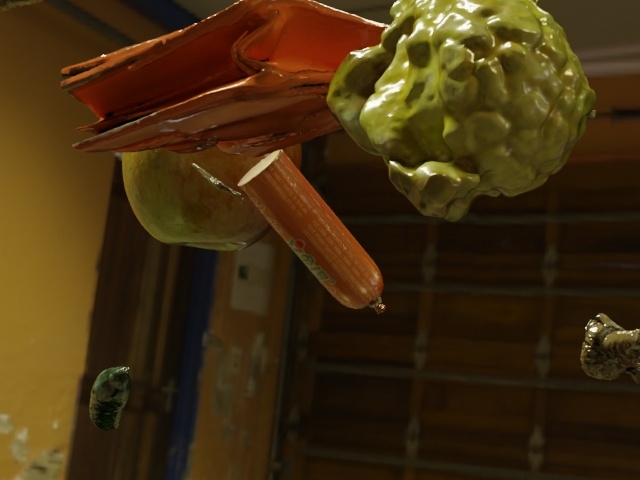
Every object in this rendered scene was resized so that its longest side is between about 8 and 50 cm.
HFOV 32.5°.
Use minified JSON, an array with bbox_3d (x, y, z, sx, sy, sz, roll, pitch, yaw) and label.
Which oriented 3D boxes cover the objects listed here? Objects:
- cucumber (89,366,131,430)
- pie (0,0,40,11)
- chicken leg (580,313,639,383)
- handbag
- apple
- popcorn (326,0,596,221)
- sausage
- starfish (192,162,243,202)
[{"bbox_3d":[-0.200,0.145,1.037,0.037,0.037,0.155,9,-29,-12],"label":"cucumber"},{"bbox_3d":[-0.446,-0.466,1.463,0.337,0.337,0.075,-5,16,42],"label":"pie"},{"bbox_3d":[0.468,0.163,1.705,0.125,0.080,0.196,23,-23,14],"label":"chicken leg"},{"bbox_3d":[-0.077,-0.180,1.329,0.303,0.116,0.410,-16,-4,28],"label":"handbag"},{"bbox_3d":[-0.201,-0.137,2.011,0.339,0.340,0.339,6,-12,1],"label":"apple"},{"bbox_3d":[0.124,-0.119,0.985,0.237,0.251,0.206,7,-44,41],"label":"popcorn"},{"bbox_3d":[0.000,0.000,1.766,0.312,0.093,0.093,50,-26,-11],"label":"sausage"},{"bbox_3d":[-0.135,-0.075,1.429,0.092,0.016,0.086,37,-1,13],"label":"starfish"}]
